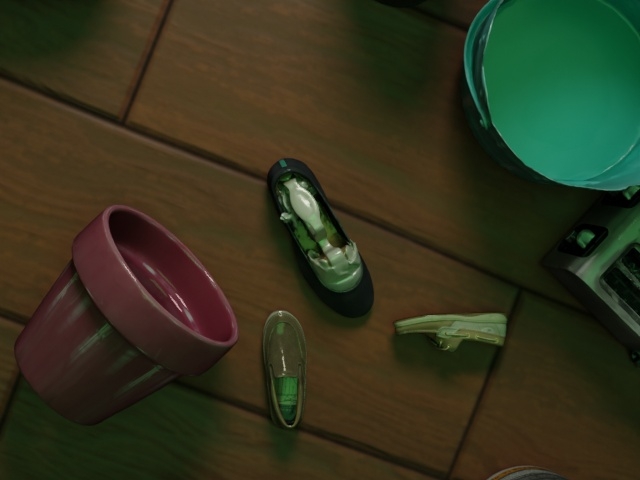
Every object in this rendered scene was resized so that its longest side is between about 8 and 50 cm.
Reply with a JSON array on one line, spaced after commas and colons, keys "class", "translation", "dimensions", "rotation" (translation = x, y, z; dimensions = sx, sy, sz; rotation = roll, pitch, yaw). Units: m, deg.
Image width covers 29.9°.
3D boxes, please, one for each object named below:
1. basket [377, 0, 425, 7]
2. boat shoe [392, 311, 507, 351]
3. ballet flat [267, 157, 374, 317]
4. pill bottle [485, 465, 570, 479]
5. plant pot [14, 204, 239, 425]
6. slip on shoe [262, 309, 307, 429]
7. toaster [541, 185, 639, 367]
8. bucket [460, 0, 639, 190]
[{"class": "basket", "translation": [0.101, -0.369, 1.276], "dimensions": [0.154, 0.227, 0.204], "rotation": [-8, 93, -6]}, {"class": "boat shoe", "translation": [0.151, 0.106, 1.380], "dimensions": [0.135, 0.050, 0.045], "rotation": [-2, 86, -6]}, {"class": "ballet flat", "translation": [0.000, 0.000, 1.352], "dimensions": [0.074, 0.074, 0.203], "rotation": [-28, 94, -5]}, {"class": "pill bottle", "translation": [0.255, 0.344, 1.282], "dimensions": [0.162, 0.278, 0.162], "rotation": [0, 90, -6]}, {"class": "plant pot", "translation": [-0.217, 0.093, 1.277], "dimensions": [0.180, 0.201, 0.201], "rotation": [-42, 95, 12]}, {"class": "slip on shoe", "translation": [-0.040, 0.148, 1.364], "dimensions": [0.051, 0.041, 0.135], "rotation": [1, 91, -6]}, {"class": "toaster", "translation": [0.376, 0.030, 1.374], "dimensions": [0.185, 0.110, 0.168], "rotation": [45, 87, -6]}, {"class": "bucket", "translation": [0.289, -0.183, 1.324], "dimensions": [0.281, 0.183, 0.281], "rotation": [0, 91, -7]}]
